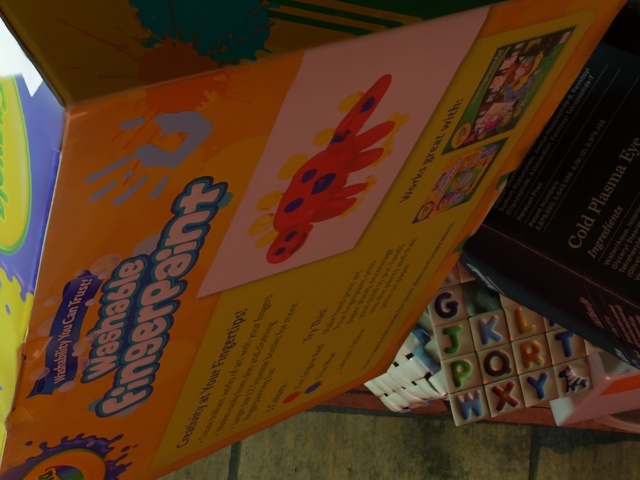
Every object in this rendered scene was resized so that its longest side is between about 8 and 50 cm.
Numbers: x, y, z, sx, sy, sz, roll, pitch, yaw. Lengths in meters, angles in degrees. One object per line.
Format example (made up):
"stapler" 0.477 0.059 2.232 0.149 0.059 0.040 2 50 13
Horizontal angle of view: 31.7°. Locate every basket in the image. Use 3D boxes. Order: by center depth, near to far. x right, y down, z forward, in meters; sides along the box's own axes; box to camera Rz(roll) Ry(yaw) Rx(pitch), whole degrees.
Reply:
"basket" 0.165 0.066 1.370 0.201 0.289 0.255 42 159 -3

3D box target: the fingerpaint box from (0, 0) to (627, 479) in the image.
"fingerpaint box" -0.064 -0.026 0.730 0.371 0.163 0.445 -20 152 -33

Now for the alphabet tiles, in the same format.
"alphabet tiles" 0.239 0.081 1.221 0.237 0.198 0.009 -15 -167 -2

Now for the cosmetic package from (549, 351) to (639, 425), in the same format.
"cosmetic package" 0.423 0.119 1.482 0.230 0.161 0.453 -14 164 2

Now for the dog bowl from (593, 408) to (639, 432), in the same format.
"dog bowl" 0.679 0.250 1.967 0.408 0.150 0.408 6 164 2

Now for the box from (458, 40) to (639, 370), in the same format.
"box" 0.267 -0.011 0.973 0.312 0.179 0.343 29 175 28
